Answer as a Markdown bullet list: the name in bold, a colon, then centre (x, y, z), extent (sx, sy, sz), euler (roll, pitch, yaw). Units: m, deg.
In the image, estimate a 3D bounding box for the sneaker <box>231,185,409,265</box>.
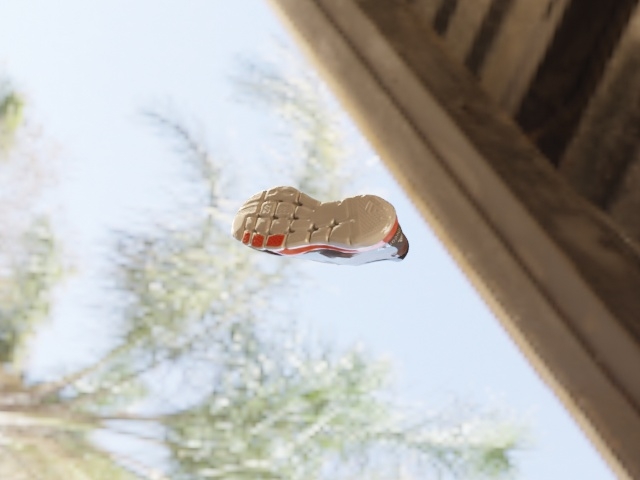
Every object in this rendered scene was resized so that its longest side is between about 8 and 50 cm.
- **sneaker**: centre (0.000, 0.000, 1.316), extent (0.158, 0.065, 0.061), euler (7, -119, 37)
